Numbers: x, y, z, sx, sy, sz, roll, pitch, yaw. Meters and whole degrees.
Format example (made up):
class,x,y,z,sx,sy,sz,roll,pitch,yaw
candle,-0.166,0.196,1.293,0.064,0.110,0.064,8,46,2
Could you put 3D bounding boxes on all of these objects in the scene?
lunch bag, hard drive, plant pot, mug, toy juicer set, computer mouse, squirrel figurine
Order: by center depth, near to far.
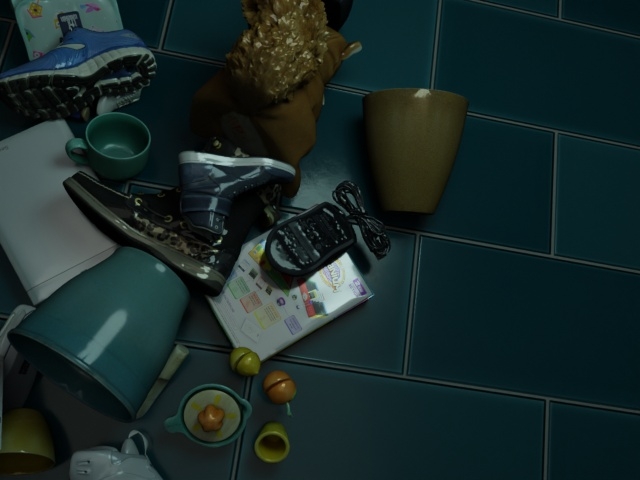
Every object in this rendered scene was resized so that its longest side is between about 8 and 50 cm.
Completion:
class,x,y,z,sx,sy,sz,roll,pitch,yaw
plant pot,-0.563,0.372,1.173,0.134,0.134,0.095,-2,54,-10
plant pot,-0.390,0.162,1.192,0.272,0.271,0.255,33,57,1
toy juicer set,-0.203,0.305,1.222,0.329,0.089,0.209,14,101,-4
squirrel figurine,-0.058,-0.367,1.314,0.281,0.397,0.370,32,61,10
computer mouse,0.000,0.000,1.322,0.272,0.072,0.188,-25,78,-27
hard drive,-0.570,-0.067,1.323,0.233,0.047,0.353,-30,81,-16
mug,-0.447,-0.198,1.340,0.158,0.097,0.129,17,54,-9
lunch bag,-0.571,-0.535,1.394,0.224,0.160,0.262,-16,92,-17
plant pot,0.206,-0.187,1.404,0.237,0.237,0.254,3,89,-8
hard drive,-0.016,-0.546,1.440,0.172,0.255,0.054,20,88,-4

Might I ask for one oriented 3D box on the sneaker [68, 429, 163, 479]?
class,x,y,z,sx,sy,sz,roll,pitch,yaw
sneaker,-0.452,0.507,1.145,0.366,0.137,0.210,-22,79,-19

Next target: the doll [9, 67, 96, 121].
class,x,y,z,sx,sy,sz,roll,pitch,yaw
doll,-0.598,-0.333,1.389,0.189,0.046,0.129,20,72,-7

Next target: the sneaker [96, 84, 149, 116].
class,x,y,z,sx,sy,sz,roll,pitch,yaw
sneaker,-0.445,-0.330,1.411,0.061,0.053,0.152,34,72,-2

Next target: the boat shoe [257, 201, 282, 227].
class,x,y,z,sx,sy,sz,roll,pitch,yaw
boat shoe,-0.143,-0.094,1.400,0.049,0.056,0.152,-21,69,-40

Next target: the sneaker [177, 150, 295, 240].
class,x,y,z,sx,sy,sz,roll,pitch,yaw
sneaker,-0.159,-0.078,1.194,0.226,0.086,0.163,2,77,-15

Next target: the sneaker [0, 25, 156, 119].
class,x,y,z,sx,sy,sz,roll,pitch,yaw
sneaker,-0.528,-0.367,1.340,0.330,0.129,0.147,-20,60,-14

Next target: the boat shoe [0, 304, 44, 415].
class,x,y,z,sx,sy,sz,roll,pitch,yaw
boat shoe,-0.610,0.250,1.219,0.084,0.095,0.258,19,76,28

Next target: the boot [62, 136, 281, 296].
class,x,y,z,sx,sy,sz,roll,pitch,yaw
boot,-0.292,-0.093,1.280,0.377,0.138,0.284,32,70,5

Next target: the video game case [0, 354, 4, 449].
class,x,y,z,sx,sy,sz,roll,pitch,yaw
video game case,-0.638,0.322,1.137,0.190,0.022,0.173,-29,58,25

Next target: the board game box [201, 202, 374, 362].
class,x,y,z,sx,sy,sz,roll,pitch,yaw
board game box,-0.080,0.099,1.347,0.317,0.064,0.242,-28,81,-15
